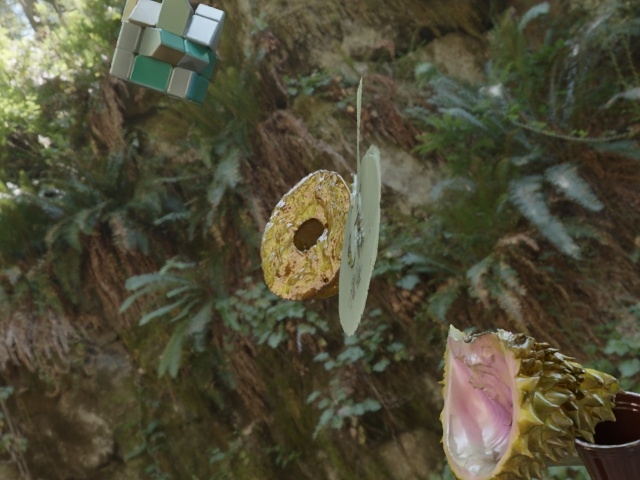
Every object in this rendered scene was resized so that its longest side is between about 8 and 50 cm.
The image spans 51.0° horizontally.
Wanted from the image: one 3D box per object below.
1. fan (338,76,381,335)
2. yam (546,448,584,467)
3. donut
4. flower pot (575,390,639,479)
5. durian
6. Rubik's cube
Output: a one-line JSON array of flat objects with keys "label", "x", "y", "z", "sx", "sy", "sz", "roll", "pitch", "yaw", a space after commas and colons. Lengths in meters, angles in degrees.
[{"label": "fan", "x": 0.045, "y": -0.065, "z": 0.867, "sx": 0.012, "sy": 0.414, "sz": 0.233, "roll": 9, "pitch": -40, "yaw": -8}, {"label": "yam", "x": 0.308, "y": 0.272, "z": 0.868, "sx": 0.094, "sy": 0.043, "sz": 0.043, "roll": -6, "pitch": -22, "yaw": 7}, {"label": "donut", "x": 0.002, "y": -0.001, "z": 1.374, "sx": 0.109, "sy": 0.277, "sz": 0.277, "roll": 20, "pitch": -54, "yaw": -39}, {"label": "flower pot", "x": 0.333, "y": 0.235, "z": 0.751, "sx": 0.111, "sy": 0.089, "sz": 0.111, "roll": -19, "pitch": 15, "yaw": 5}, {"label": "durian", "x": 0.153, "y": 0.127, "z": 0.546, "sx": 0.165, "sy": 0.132, "sz": 0.182, "roll": -36, "pitch": 1, "yaw": -37}, {"label": "Rubik's cube", "x": -0.331, "y": -0.426, "z": 1.457, "sx": 0.265, "sy": 0.225, "sz": 0.212, "roll": -57, "pitch": -14, "yaw": -83}]
